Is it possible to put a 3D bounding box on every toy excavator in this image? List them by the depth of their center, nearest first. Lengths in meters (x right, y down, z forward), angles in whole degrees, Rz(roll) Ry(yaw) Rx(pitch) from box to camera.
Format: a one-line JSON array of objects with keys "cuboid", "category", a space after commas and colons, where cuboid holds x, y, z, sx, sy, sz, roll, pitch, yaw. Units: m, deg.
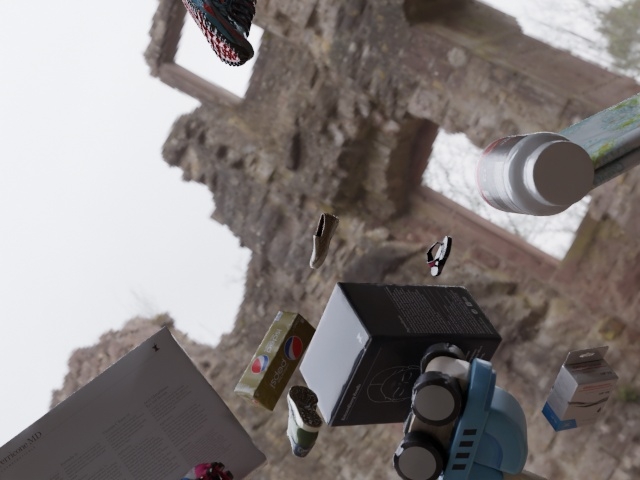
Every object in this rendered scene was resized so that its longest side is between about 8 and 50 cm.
[{"cuboid": [0.384, 0.487, 2.014, 0.222, 0.445, 0.433, -47, -28, -72], "category": "toy excavator"}]

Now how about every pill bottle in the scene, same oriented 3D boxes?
[{"cuboid": [0.456, -0.141, 1.987, 0.176, 0.176, 0.318, -57, 9, -1], "category": "pill bottle"}]

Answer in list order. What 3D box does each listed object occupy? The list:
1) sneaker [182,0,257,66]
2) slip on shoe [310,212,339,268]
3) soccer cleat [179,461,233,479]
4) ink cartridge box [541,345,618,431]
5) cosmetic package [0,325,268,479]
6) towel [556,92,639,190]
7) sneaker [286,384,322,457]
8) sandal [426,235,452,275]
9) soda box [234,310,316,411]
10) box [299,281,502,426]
[{"cuboid": [-0.161, -0.410, 1.626, 0.125, 0.262, 0.104, -30, -37, -3], "category": "sneaker"}, {"cuboid": [0.000, 0.000, 2.208, 0.041, 0.051, 0.135, 25, -92, -30], "category": "slip on shoe"}, {"cuboid": [-0.192, 0.392, 1.310, 0.143, 0.116, 0.331, -35, -14, -1], "category": "soccer cleat"}, {"cuboid": [0.537, 0.305, 1.911, 0.104, 0.060, 0.180, -6, -50, -21], "category": "ink cartridge box"}, {"cuboid": [-0.319, 0.367, 1.522, 0.377, 0.284, 0.097, -36, -13, -13], "category": "cosmetic package"}, {"cuboid": [0.701, -0.243, 2.253, 0.374, 0.090, 0.320, -30, 12, 22], "category": "towel"}, {"cuboid": [-0.042, 0.359, 1.840, 0.192, 0.064, 0.086, -118, 45, -75], "category": "sneaker"}, {"cuboid": [0.260, 0.030, 2.079, 0.179, 0.040, 0.067, 94, -176, -72], "category": "sandal"}, {"cuboid": [-0.083, 0.223, 1.736, 0.061, 0.058, 0.181, 47, -118, -35], "category": "soda box"}, {"cuboid": [0.196, 0.284, 2.330, 0.395, 0.212, 0.293, 4, -55, -30], "category": "box"}]
